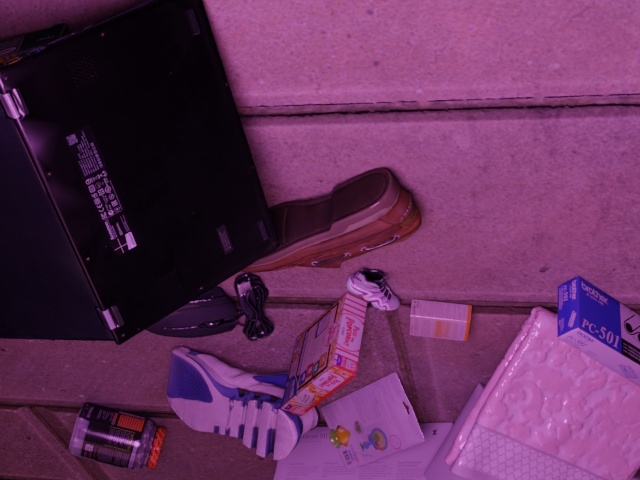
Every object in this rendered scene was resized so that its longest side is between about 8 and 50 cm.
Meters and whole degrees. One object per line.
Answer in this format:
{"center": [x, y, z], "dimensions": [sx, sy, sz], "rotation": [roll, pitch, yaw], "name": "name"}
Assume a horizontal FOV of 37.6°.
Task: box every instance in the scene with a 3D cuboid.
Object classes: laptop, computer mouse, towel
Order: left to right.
{"center": [-0.321, -0.084, 1.194], "dimensions": [0.236, 0.408, 0.381], "rotation": [28, 143, 49], "name": "laptop"}
{"center": [-0.224, 0.123, 1.621], "dimensions": [0.272, 0.072, 0.188], "rotation": [5, 144, 9], "name": "computer mouse"}
{"center": [0.414, 0.306, 1.560], "dimensions": [0.332, 0.053, 0.316], "rotation": [26, 100, -18], "name": "towel"}

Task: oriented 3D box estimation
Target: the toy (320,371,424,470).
{"center": [0.109, 0.349, 1.819], "dimensions": [0.056, 0.136, 0.237], "rotation": [-11, 164, -46], "name": "toy"}

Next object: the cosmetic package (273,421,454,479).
{"center": [0.085, 0.514, 1.876], "dimensions": [0.378, 0.284, 0.097], "rotation": [-6, 141, 23], "name": "cosmetic package"}

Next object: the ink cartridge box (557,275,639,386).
{"center": [0.453, 0.146, 1.448], "dimensions": [0.207, 0.097, 0.046], "rotation": [29, 140, -23], "name": "ink cartridge box"}

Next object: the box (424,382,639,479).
{"center": [0.403, 0.443, 1.718], "dimensions": [0.345, 0.168, 0.215], "rotation": [26, 102, -17], "name": "box"}

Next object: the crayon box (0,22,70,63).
{"center": [-0.377, -0.099, 1.235], "dimensions": [0.203, 0.083, 0.322], "rotation": [-15, 122, 1], "name": "crayon box"}

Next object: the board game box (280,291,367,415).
{"center": [0.005, 0.195, 1.593], "dimensions": [0.045, 0.146, 0.193], "rotation": [25, 142, -16], "name": "board game box"}

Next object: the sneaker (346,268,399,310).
{"center": [0.097, 0.075, 1.499], "dimensions": [0.098, 0.038, 0.069], "rotation": [25, 142, -18], "name": "sneaker"}

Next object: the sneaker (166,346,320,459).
{"center": [-0.126, 0.299, 1.761], "dimensions": [0.316, 0.182, 0.127], "rotation": [21, 107, 30], "name": "sneaker"}

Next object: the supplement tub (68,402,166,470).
{"center": [-0.441, 0.432, 2.049], "dimensions": [0.191, 0.117, 0.117], "rotation": [16, 143, -5], "name": "supplement tub"}

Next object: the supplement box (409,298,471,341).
{"center": [0.197, 0.131, 1.548], "dimensions": [0.099, 0.036, 0.062], "rotation": [6, 143, 7], "name": "supplement box"}

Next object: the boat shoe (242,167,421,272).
{"center": [0.000, 0.000, 1.366], "dimensions": [0.307, 0.110, 0.104], "rotation": [-17, 134, 33], "name": "boat shoe"}
